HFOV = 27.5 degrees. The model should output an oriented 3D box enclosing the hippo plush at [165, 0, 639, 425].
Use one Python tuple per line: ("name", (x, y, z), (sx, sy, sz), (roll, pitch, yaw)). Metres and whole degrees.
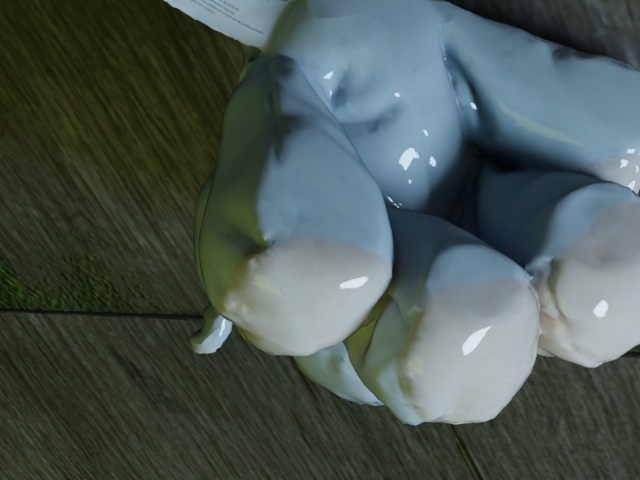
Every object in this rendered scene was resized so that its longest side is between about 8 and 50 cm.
("hippo plush", (0.000, 0.000, 0.647), (0.294, 0.234, 0.236), (32, 143, 0))
